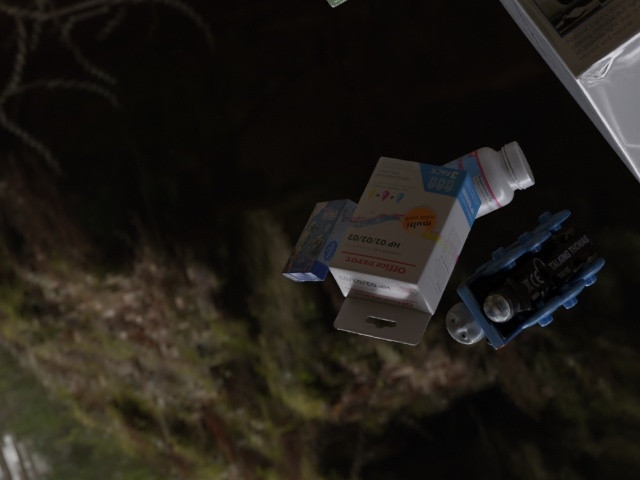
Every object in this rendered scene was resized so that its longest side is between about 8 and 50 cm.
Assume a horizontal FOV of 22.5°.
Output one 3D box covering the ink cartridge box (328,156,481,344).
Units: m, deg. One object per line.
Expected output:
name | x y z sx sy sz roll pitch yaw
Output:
ink cartridge box | 0.081 0.009 1.647 0.104 0.061 0.181 10 -120 28

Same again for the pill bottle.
pill bottle | 0.211 -0.076 2.236 0.160 0.087 0.087 -25 -169 13

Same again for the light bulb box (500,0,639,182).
light bulb box | 0.337 -0.286 1.822 0.225 0.361 0.358 -36 147 9

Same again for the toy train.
toy train | 0.178 0.039 1.427 0.105 0.080 0.184 -37 178 38

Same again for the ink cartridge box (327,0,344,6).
ink cartridge box | -0.040 -0.362 1.653 0.056 0.235 0.171 -31 -159 5

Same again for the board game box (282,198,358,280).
board game box | 0.000 0.000 1.717 0.090 0.020 0.090 -62 -162 -12
